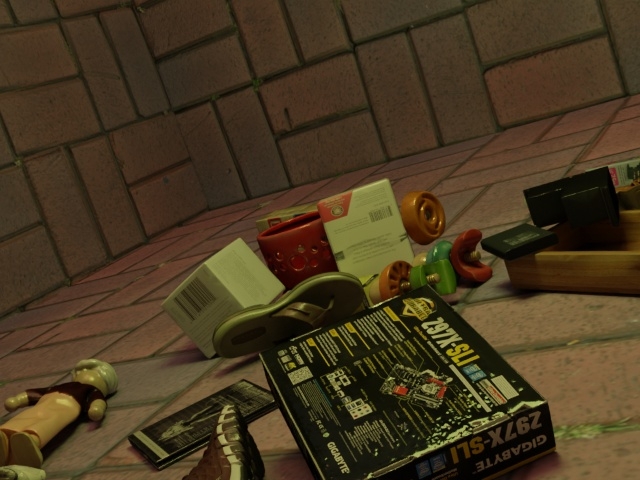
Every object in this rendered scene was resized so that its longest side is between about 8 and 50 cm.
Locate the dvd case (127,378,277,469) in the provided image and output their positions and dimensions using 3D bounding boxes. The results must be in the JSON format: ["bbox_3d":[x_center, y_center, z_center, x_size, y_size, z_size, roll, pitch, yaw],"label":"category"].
[{"bbox_3d":[-0.186,0.290,1.424,0.221,0.018,0.164,-24,12,-24],"label":"dvd case"}]

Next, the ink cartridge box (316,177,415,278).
[{"bbox_3d":[0.101,-0.003,1.845,0.158,0.218,0.092,-18,5,5],"label":"ink cartridge box"}]

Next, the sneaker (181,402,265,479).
[{"bbox_3d":[-0.158,0.301,1.095,0.162,0.106,0.281,-23,11,-1],"label":"sneaker"}]

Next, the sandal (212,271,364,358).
[{"bbox_3d":[-0.052,0.159,1.662,0.302,0.120,0.086,-24,36,-9],"label":"sandal"}]

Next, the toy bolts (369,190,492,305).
[{"bbox_3d":[0.188,0.025,1.668,0.228,0.218,0.158,-4,-9,-45],"label":"toy bolts"}]

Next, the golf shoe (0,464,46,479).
[{"bbox_3d":[-0.515,0.392,1.425,0.176,0.069,0.086,-9,-5,34],"label":"golf shoe"}]

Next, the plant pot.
[{"bbox_3d":[-0.028,0.037,1.991,0.191,0.174,0.191,-19,11,4],"label":"plant pot"}]

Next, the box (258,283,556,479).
[{"bbox_3d":[0.088,0.190,1.077,0.257,0.079,0.322,-20,26,-11],"label":"box"}]

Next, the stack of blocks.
[{"bbox_3d":[0.000,0.000,2.140,0.297,0.171,0.087,-9,15,41],"label":"stack of blocks"}]

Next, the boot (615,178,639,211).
[{"bbox_3d":[0.652,-0.094,1.733,0.152,0.073,0.197,-23,13,-38],"label":"boot"}]

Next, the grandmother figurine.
[{"bbox_3d":[-0.489,0.314,1.655,0.207,0.104,0.342,13,17,14],"label":"grandmother figurine"}]

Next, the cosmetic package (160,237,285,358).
[{"bbox_3d":[-0.199,0.116,1.839,0.151,0.151,0.183,-42,0,26],"label":"cosmetic package"}]

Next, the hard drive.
[{"bbox_3d":[0.341,0.002,1.534,0.094,0.022,0.135,-21,11,-4],"label":"hard drive"}]

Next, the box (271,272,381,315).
[{"bbox_3d":[0.016,0.123,1.797,0.232,0.058,0.087,-12,13,31],"label":"box"}]

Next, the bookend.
[{"bbox_3d":[0.432,-0.058,1.542,0.156,0.072,0.157,-16,12,21],"label":"bookend"}]

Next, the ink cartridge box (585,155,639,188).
[{"bbox_3d":[0.742,-0.163,1.876,0.311,0.065,0.186,-8,5,37],"label":"ink cartridge box"}]

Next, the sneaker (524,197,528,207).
[{"bbox_3d":[0.535,-0.103,2.039,0.134,0.051,0.070,-14,10,13],"label":"sneaker"}]

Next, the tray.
[{"bbox_3d":[0.512,0.016,1.418,0.203,0.076,0.411,-26,11,-29],"label":"tray"}]

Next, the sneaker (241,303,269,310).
[{"bbox_3d":[-0.087,0.153,1.724,0.152,0.061,0.053,0,6,-28],"label":"sneaker"}]
